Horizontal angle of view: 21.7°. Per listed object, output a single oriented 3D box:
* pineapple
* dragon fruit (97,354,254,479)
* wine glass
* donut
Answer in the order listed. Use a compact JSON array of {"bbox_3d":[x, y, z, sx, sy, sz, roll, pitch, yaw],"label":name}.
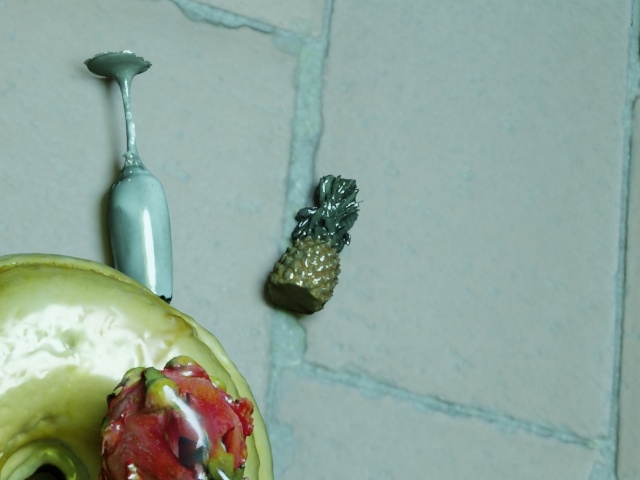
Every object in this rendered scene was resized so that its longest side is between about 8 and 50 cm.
[{"bbox_3d":[0.000,0.000,1.740,0.074,0.074,0.159,32,56,-13],"label":"pineapple"},{"bbox_3d":[-0.116,0.183,1.366,0.133,0.150,0.208,3,28,-13],"label":"dragon fruit"},{"bbox_3d":[-0.187,-0.055,1.668,0.074,0.074,0.262,-2,76,-26],"label":"wine glass"},{"bbox_3d":[-0.245,0.229,1.475,0.448,0.198,0.449,7,72,-22],"label":"donut"}]
